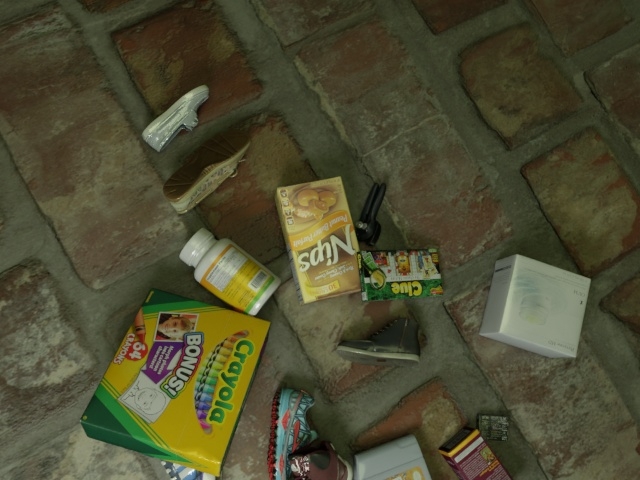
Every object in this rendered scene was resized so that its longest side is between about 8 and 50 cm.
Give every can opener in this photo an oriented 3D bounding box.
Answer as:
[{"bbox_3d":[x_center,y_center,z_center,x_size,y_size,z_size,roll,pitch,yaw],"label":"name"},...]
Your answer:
[{"bbox_3d":[0.141,-0.079,1.616,0.059,0.073,0.186,4,71,32],"label":"can opener"}]

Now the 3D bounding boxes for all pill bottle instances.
[{"bbox_3d":[-0.235,0.081,1.478,0.245,0.136,0.136,38,76,1],"label":"pill bottle"}]

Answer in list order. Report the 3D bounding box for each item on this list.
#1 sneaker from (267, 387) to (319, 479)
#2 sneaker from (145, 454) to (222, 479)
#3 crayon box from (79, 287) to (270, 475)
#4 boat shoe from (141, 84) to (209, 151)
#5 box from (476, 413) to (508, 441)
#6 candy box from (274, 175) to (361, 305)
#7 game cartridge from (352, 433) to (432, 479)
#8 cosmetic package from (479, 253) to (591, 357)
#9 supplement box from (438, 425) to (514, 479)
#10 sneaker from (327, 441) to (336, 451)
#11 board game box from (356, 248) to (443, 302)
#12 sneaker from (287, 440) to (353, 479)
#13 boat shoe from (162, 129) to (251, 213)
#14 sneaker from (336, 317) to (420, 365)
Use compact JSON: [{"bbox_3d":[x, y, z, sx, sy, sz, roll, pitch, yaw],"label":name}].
[{"bbox_3d":[-0.063,0.506,1.436,0.125,0.104,0.262,7,79,-10],"label":"sneaker"},{"bbox_3d":[-0.363,0.519,1.384,0.236,0.130,0.323,-1,81,-2],"label":"sneaker"},{"bbox_3d":[-0.319,0.316,1.343,0.313,0.106,0.363,15,50,3],"label":"crayon box"},{"bbox_3d":[-0.379,-0.331,1.577,0.227,0.079,0.081,-43,97,-9],"label":"boat shoe"},{"bbox_3d":[0.465,0.506,1.557,0.083,0.018,0.067,5,78,-8],"label":"box"},{"bbox_3d":[0.000,0.000,1.554,0.183,0.087,0.316,-12,81,-12],"label":"candy box"},{"bbox_3d":[0.198,0.661,1.437,0.198,0.062,0.297,-12,70,-22],"label":"game cartridge"},{"bbox_3d":[0.587,0.183,1.581,0.224,0.138,0.225,18,78,-4],"label":"cosmetic package"},{"bbox_3d":[0.411,0.596,1.499,0.104,0.081,0.188,-34,85,-14],"label":"supplement box"},{"bbox_3d":[0.025,0.559,1.474,0.035,0.031,0.083,-11,81,-10],"label":"sneaker"},{"bbox_3d":[0.218,0.092,1.553,0.259,0.030,0.136,-1,81,-30],"label":"board game box"},{"bbox_3d":[-0.057,0.590,1.357,0.281,0.106,0.162,-43,112,-32],"label":"sneaker"},{"bbox_3d":[-0.300,-0.191,1.559,0.285,0.089,0.104,-42,61,-16],"label":"boat shoe"},{"bbox_3d":[0.155,0.266,1.540,0.222,0.083,0.118,6,59,0],"label":"sneaker"}]
